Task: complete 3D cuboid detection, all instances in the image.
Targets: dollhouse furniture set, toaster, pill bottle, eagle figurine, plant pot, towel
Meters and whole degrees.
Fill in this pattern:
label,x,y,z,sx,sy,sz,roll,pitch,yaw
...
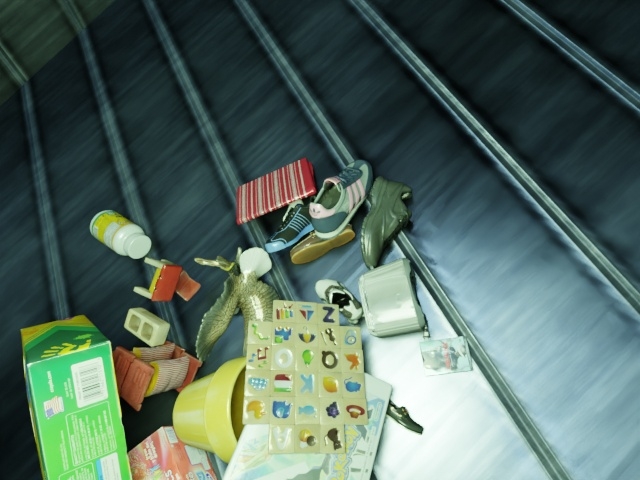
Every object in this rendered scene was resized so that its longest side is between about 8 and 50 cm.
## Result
label,x,y,z,sx,sy,sz,roll,pitch,yaw
dollhouse furniture set,-0.423,0.251,1.147,0.152,0.201,0.375,22,92,25
toaster,0.191,0.165,1.077,0.146,0.129,0.227,-17,67,15
pill bottle,-0.699,-0.018,1.443,0.208,0.117,0.118,26,78,26
eagle figurine,-0.231,0.187,1.176,0.226,0.225,0.299,-13,54,1
plant pot,-0.234,0.434,1.050,0.238,0.254,0.254,-16,63,29
towel,-0.147,-0.162,1.338,0.274,0.031,0.199,-22,41,8

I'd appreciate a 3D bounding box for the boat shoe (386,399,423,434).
label,x,y,z,sx,sy,sz,roll,pitch,yaw
boat shoe,0.194,0.428,1.009,0.133,0.049,0.042,27,86,30

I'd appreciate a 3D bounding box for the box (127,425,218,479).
label,x,y,z,sx,sy,sz,roll,pitch,yaw
box,-0.358,0.644,1.041,0.142,0.154,0.300,-37,64,2

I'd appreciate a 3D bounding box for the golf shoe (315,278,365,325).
label,x,y,z,sx,sy,sz,roll,pitch,yaw
golf shoe,0.044,0.148,1.133,0.077,0.094,0.198,-49,44,-10

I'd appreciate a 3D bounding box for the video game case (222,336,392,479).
label,x,y,z,sx,sy,sz,roll,pitch,yaw
video game case,-0.013,0.428,0.928,0.299,0.036,0.329,24,59,-2

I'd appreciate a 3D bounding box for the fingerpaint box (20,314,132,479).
label,x,y,z,sx,sy,sz,roll,pitch,yaw
fingerpaint box,-0.604,0.443,1.004,0.371,0.163,0.446,3,100,52

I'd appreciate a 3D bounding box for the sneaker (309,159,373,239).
label,x,y,z,sx,sy,sz,roll,pitch,yaw
sneaker,0.068,-0.156,1.213,0.112,0.131,0.319,10,54,27

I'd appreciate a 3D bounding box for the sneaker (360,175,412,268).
label,x,y,z,sx,sy,sz,roll,pitch,yaw
sneaker,0.192,-0.052,1.181,0.130,0.109,0.287,11,74,15

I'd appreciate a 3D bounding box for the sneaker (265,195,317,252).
label,x,y,z,sx,sy,sz,roll,pitch,yaw
sneaker,-0.082,-0.051,1.226,0.232,0.091,0.081,-34,17,-31

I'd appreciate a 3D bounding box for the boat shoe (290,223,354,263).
label,x,y,z,sx,sy,sz,roll,pitch,yaw
boat shoe,0.000,0.000,1.239,0.206,0.073,0.073,-25,55,-2

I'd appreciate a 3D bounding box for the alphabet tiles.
label,x,y,z,sx,sy,sz,roll,pitch,yaw
alphabet tiles,-0.032,0.308,0.962,0.284,0.011,0.343,6,60,-14

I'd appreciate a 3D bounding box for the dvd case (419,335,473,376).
label,x,y,z,sx,sy,sz,roll,pitch,yaw
dvd case,0.319,0.295,1.044,0.119,0.013,0.087,-11,66,13

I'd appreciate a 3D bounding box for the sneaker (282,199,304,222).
label,x,y,z,sx,sy,sz,roll,pitch,yaw
sneaker,-0.088,-0.076,1.302,0.053,0.061,0.152,1,67,20
